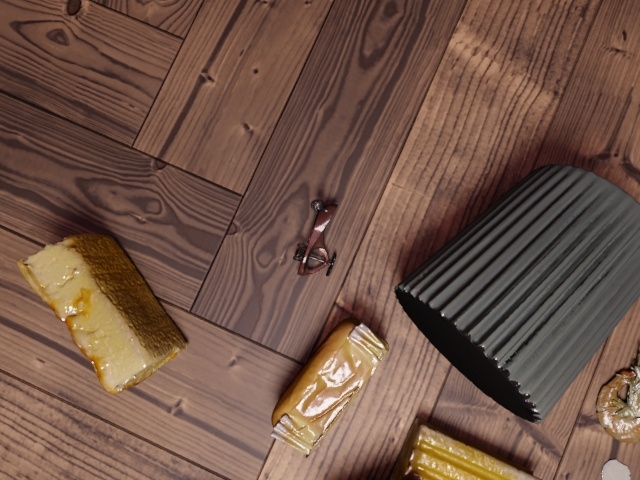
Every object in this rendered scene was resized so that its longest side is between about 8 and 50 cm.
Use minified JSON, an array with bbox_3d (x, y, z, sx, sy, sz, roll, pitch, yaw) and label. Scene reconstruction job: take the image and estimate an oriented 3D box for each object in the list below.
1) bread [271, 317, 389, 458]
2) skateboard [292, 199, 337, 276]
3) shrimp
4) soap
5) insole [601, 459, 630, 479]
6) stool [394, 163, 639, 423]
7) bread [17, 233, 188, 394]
[{"bbox_3d":[0.015,0.250,0.861,0.107,0.136,0.241,37,85,7],"label":"bread"},{"bbox_3d":[0.000,0.000,0.931,0.080,0.067,0.151,20,90,-6],"label":"skateboard"},{"bbox_3d":[0.568,0.279,0.897,0.099,0.041,0.180,14,86,18],"label":"shrimp"},{"bbox_3d":[0.254,0.432,0.866,0.232,0.073,0.140,24,87,4],"label":"soap"},{"bbox_3d":[0.532,0.499,0.885,0.065,0.004,0.197,4,84,2],"label":"insole"},{"bbox_3d":[0.339,0.071,0.804,0.330,0.297,0.297,-44,85,-8],"label":"stool"},{"bbox_3d":[-0.374,0.123,0.864,0.114,0.185,0.274,-39,85,3],"label":"bread"}]
